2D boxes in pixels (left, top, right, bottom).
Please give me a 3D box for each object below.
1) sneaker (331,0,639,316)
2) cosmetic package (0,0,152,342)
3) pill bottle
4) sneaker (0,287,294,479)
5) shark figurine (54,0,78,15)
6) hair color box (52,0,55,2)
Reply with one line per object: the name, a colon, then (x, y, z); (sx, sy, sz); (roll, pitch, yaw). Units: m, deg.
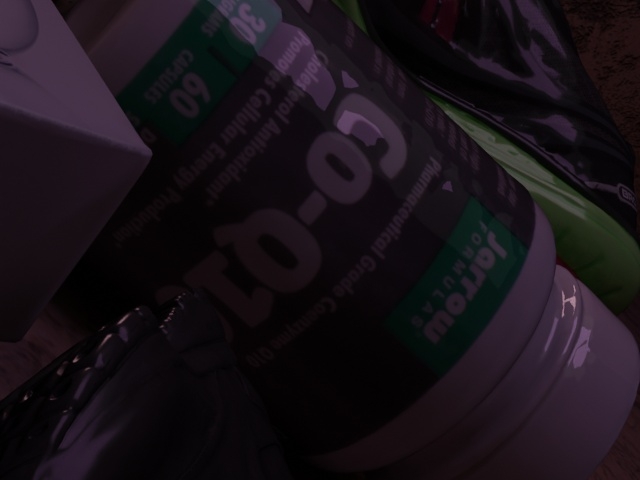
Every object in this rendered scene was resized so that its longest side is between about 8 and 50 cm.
sneaker: (0.034, -0.137, 1.107); (0.483, 0.185, 0.202); (47, 41, -22)
cosmetic package: (-0.266, -0.124, 0.527); (0.377, 0.097, 0.284); (17, 27, -46)
pill bottle: (0.000, 0.000, 0.958); (0.361, 0.204, 0.204); (42, 12, -19)
sneaker: (-0.062, 0.097, 0.663); (0.130, 0.109, 0.286); (53, 13, 3)
shark figurine: (-0.120, -0.215, 1.348); (0.166, 0.116, 0.278); (5, 3, 21)
hair color box: (-0.297, -0.258, 1.023); (0.347, 0.105, 0.174); (44, 12, -8)
